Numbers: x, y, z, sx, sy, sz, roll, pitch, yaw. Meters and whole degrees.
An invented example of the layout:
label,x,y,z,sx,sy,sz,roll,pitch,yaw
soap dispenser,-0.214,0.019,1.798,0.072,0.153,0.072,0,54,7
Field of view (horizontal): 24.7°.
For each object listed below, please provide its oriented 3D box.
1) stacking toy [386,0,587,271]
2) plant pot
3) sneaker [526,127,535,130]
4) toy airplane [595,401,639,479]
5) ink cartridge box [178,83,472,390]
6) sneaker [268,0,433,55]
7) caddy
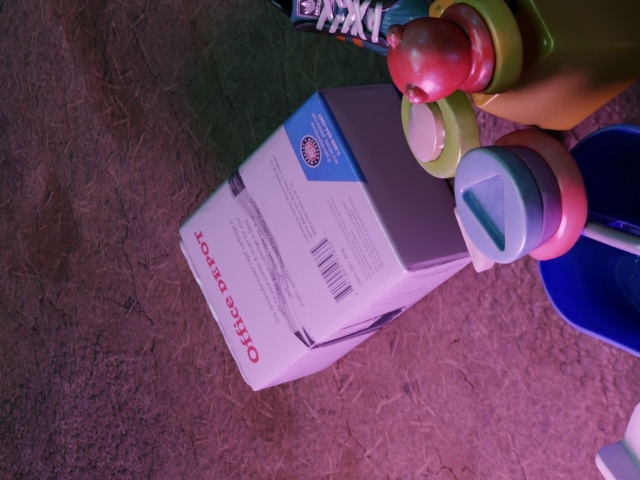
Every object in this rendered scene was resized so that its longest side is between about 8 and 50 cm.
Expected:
label,x,y,z,sx,sy,sz,roll,pitch,yaw
stacking toy,0.149,-0.096,1.674,0.309,0.130,0.279,66,154,11
plant pot,0.260,-0.260,1.747,0.212,0.187,0.212,-38,72,44
sneaker,0.277,-0.085,1.844,0.061,0.054,0.152,25,154,28
toy airplane,0.469,0.356,1.657,0.386,0.272,0.384,172,98,-84
ink cartridge box,0.000,0.000,2.105,0.395,0.166,0.285,-40,69,43
sneaker,0.027,-0.320,2.032,0.302,0.121,0.108,26,118,40
caddy,0.381,0.004,1.614,0.341,0.179,0.241,24,105,54
